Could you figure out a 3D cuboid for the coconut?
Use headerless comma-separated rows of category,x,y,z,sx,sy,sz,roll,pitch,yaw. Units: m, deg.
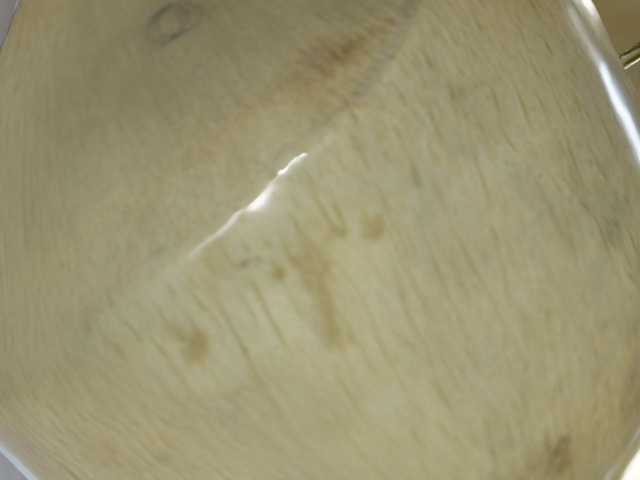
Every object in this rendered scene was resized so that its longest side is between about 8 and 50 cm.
coconut,0.000,0.000,0.503,0.224,0.224,0.224,-10,90,-80

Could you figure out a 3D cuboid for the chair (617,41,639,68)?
chair,0.165,-0.167,0.915,0.160,0.325,0.170,63,1,-38
